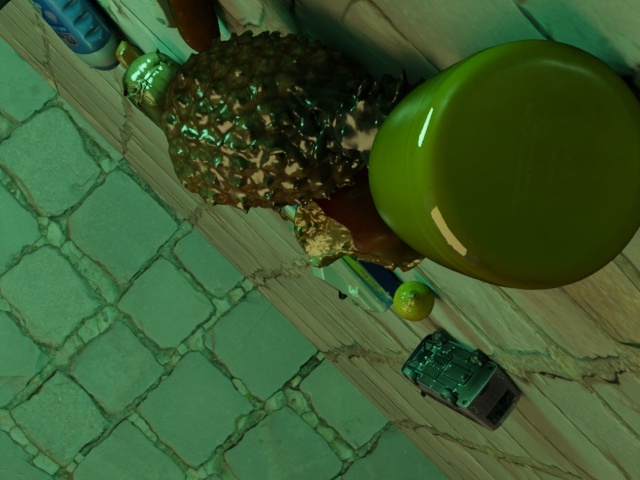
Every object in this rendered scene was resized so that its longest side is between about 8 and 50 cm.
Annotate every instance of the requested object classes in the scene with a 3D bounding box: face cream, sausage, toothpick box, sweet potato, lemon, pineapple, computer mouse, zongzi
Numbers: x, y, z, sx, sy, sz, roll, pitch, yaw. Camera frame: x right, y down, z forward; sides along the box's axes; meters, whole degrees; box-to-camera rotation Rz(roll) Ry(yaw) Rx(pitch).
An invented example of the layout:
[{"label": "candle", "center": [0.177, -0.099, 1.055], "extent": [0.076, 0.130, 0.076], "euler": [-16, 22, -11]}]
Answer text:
[{"label": "face cream", "center": [-0.429, -0.391, 2.281], "extent": [0.149, 0.083, 0.264], "euler": [39, 171, 49]}, {"label": "sausage", "center": [-0.305, -0.292, 2.314], "extent": [0.131, 0.041, 0.039], "euler": [50, -169, -28]}, {"label": "toothpick box", "center": [0.128, -0.056, 1.037], "extent": [0.175, 0.175, 0.271], "euler": [46, 174, -9]}, {"label": "sweet potato", "center": [-0.161, -0.292, 1.632], "extent": [0.057, 0.057, 0.264], "euler": [41, 166, 23]}, {"label": "lemon", "center": [0.140, 0.090, 2.002], "extent": [0.062, 0.062, 0.083], "euler": [42, 171, 14]}, {"label": "pineapple", "center": [-0.012, -0.117, 1.352], "extent": [0.202, 0.202, 0.362], "euler": [49, 161, -26]}, {"label": "computer mouse", "center": [-0.208, -0.322, 1.751], "extent": [0.096, 0.039, 0.066], "euler": [58, 165, -27]}, {"label": "zongzi", "center": [-0.231, -0.214, 2.136], "extent": [0.197, 0.099, 0.194], "euler": [48, 177, -8]}]

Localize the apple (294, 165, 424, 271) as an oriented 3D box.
[{"label": "apple", "center": [0.063, -0.034, 1.525], "extent": [0.158, 0.147, 0.156], "euler": [0, 153, 40]}]

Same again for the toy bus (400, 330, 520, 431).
[{"label": "toy bus", "center": [0.223, 0.225, 2.145], "extent": [0.108, 0.096, 0.199], "euler": [44, 169, -30]}]

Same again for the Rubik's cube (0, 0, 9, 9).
[{"label": "Rubik's cube", "center": [-0.425, -0.426, 1.364], "extent": [0.316, 0.313, 0.318], "euler": [43, 172, 10]}]

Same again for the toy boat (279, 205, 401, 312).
[{"label": "toy boat", "center": [0.000, 0.000, 2.125], "extent": [0.295, 0.088, 0.129], "euler": [47, 171, -18]}]
